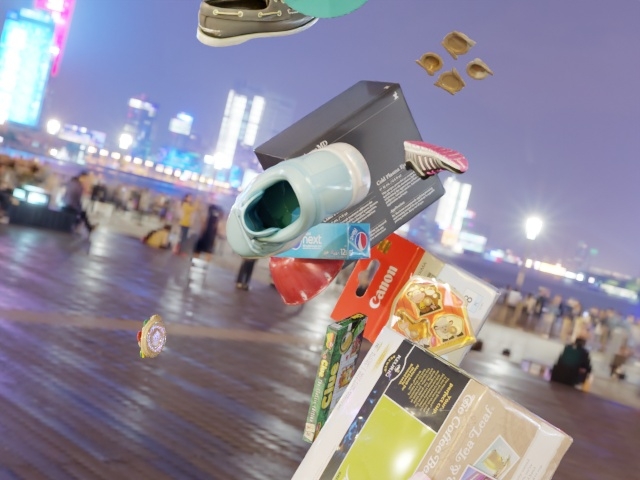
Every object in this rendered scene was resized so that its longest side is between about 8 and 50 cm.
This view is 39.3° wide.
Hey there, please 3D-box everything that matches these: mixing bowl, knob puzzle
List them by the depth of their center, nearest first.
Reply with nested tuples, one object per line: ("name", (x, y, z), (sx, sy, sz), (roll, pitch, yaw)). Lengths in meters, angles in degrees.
("mixing bowl", (-0.045, 0.042, 1.959), (0.098, 0.181, 0.181), (47, -15, -27))
("knob puzzle", (0.240, 0.167, 2.026), (0.213, 0.213, 0.030), (14, -10, 22))

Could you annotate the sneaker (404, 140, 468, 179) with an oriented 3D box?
("sneaker", (0.245, -0.162, 1.926), (0.063, 0.075, 0.170), (-13, 27, -43))

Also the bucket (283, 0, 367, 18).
("bucket", (0.009, -0.591, 1.797), (0.281, 0.281, 0.183), (13, 32, -12))

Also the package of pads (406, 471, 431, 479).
("package of pads", (0.121, 0.369, 1.265), (0.083, 0.050, 0.032), (-30, 43, -32))

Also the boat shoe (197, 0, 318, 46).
("boat shoe", (-0.128, -0.506, 1.968), (0.305, 0.091, 0.109), (-20, 48, -26))

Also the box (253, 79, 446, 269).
("box", (0.075, -0.164, 2.136), (0.343, 0.312, 0.179), (-35, 27, -18))

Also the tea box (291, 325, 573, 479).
("tea box", (0.173, 0.368, 1.490), (0.220, 0.329, 0.323), (32, -2, -27))

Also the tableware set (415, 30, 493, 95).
("tableware set", (0.312, -0.410, 2.089), (0.141, 0.020, 0.169), (39, -39, -21))

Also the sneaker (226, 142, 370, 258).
("sneaker", (-0.084, -0.049, 1.391), (0.150, 0.135, 0.366), (-21, -8, -37))

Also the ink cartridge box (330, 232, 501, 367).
("ink cartridge box", (0.241, 0.176, 2.405), (0.385, 0.308, 0.091), (30, 11, 15))

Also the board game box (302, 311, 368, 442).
("board game box", (0.031, 0.285, 1.873), (0.030, 0.259, 0.136), (21, 18, 29))

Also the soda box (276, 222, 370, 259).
("soda box", (0.000, 0.000, 1.781), (0.210, 0.071, 0.067), (1, 2, 43))

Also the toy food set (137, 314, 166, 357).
("toy food set", (-0.342, 0.197, 1.817), (0.020, 0.083, 0.082), (5, 17, 25))
